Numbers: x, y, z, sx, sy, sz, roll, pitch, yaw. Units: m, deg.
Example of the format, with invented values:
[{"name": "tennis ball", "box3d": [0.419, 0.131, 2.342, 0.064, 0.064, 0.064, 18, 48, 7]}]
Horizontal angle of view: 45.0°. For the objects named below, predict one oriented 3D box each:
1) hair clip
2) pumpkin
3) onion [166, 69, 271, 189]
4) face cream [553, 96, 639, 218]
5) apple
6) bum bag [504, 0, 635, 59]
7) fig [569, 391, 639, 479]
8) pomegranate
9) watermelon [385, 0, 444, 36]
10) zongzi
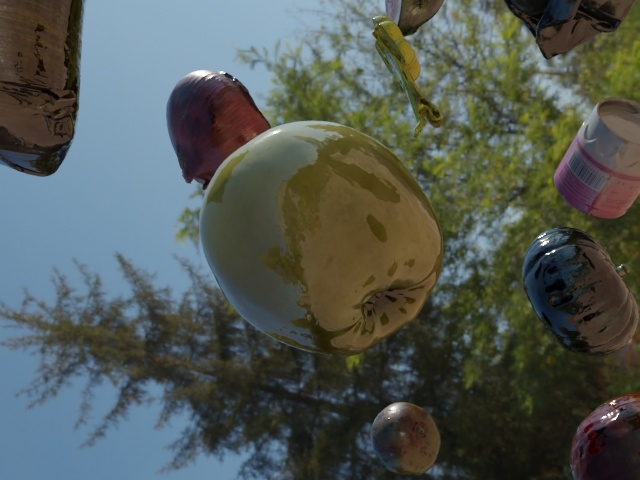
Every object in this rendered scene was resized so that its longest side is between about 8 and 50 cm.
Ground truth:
[{"name": "hair clip", "box3d": [0.114, -0.229, 1.047, 0.072, 0.046, 0.173, 58, -172, -81]}, {"name": "pumpkin", "box3d": [0.377, 0.071, 1.117, 0.202, 0.140, 0.202, 46, -157, -27]}, {"name": "onion", "box3d": [-0.185, -0.188, 1.393, 0.161, 0.248, 0.248, -28, -54, -48]}, {"name": "face cream", "box3d": [0.601, -0.169, 1.593, 0.175, 0.175, 0.195, -55, -11, -44]}, {"name": "apple", "box3d": [0.000, 0.000, 0.844, 0.262, 0.262, 0.262, 11, -90, -67]}, {"name": "bum bag", "box3d": [0.177, -0.326, 0.722, 0.340, 0.144, 0.095, 46, -140, -14]}, {"name": "fig", "box3d": [0.390, 0.222, 0.755, 0.190, 0.290, 0.190, 161, 90, -89]}, {"name": "pomegranate", "box3d": [0.141, 0.342, 1.321, 0.130, 0.130, 0.130, 11, -90, -67]}, {"name": "watermelon", "box3d": [0.205, -0.568, 1.568, 0.159, 0.128, 0.303, -137, 44, -76]}, {"name": "zongzi", "box3d": [-0.526, -0.317, 1.010, 0.208, 0.432, 0.403, 145, 129, -63]}]
